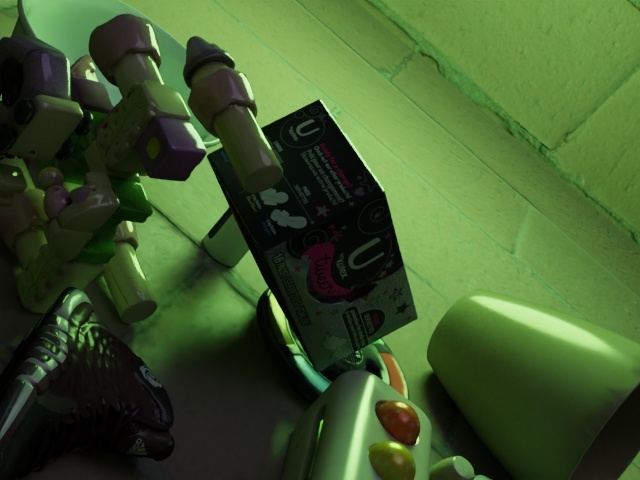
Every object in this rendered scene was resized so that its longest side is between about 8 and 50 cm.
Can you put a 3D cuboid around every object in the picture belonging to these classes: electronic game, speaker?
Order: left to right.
[{"bbox_3d":[-0.086,-0.032,1.395,0.055,0.136,0.055,33,26,-18],"label":"speaker"},{"bbox_3d":[0.017,0.137,1.373,0.229,0.048,0.229,34,24,-17],"label":"electronic game"}]

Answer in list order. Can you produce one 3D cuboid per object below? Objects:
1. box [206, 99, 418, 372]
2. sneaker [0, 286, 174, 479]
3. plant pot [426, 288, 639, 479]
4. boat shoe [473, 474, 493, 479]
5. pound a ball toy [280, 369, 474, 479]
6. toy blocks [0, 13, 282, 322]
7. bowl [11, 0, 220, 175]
[{"bbox_3d":[0.000,0.000,1.230,0.163,0.142,0.247,58,-7,37],"label":"box"},{"bbox_3d":[-0.197,0.154,0.952,0.162,0.106,0.281,40,23,-12],"label":"sneaker"},{"bbox_3d":[0.282,0.191,1.491,0.274,0.256,0.256,35,18,30],"label":"plant pot"},{"bbox_3d":[0.235,0.361,1.273,0.095,0.084,0.258,23,30,-36],"label":"boat shoe"},{"bbox_3d":[0.076,0.264,1.137,0.208,0.136,0.319,38,24,-9],"label":"pound a ball toy"},{"bbox_3d":[-0.252,-0.106,1.088,0.309,0.288,0.260,8,46,-48],"label":"toy blocks"},{"bbox_3d":[-0.266,-0.175,1.369,0.298,0.134,0.298,34,25,-18],"label":"bowl"}]
